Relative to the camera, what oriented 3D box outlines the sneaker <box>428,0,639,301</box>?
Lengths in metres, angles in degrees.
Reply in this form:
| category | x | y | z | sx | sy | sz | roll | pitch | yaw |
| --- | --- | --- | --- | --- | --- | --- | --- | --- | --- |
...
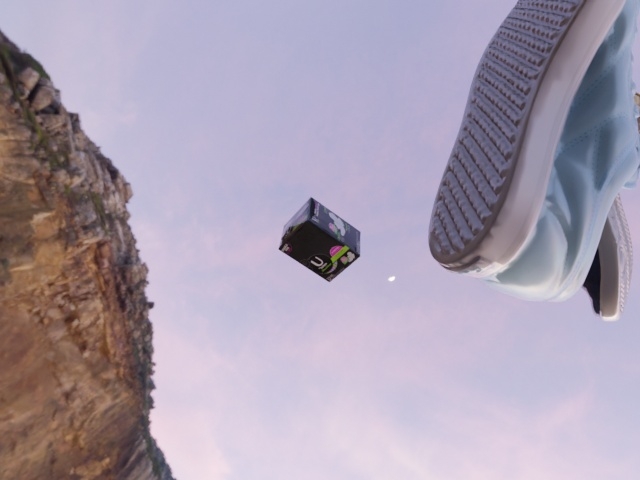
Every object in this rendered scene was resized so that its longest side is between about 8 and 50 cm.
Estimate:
| category | x | y | z | sx | sy | sz | roll | pitch | yaw |
| --- | --- | --- | --- | --- | --- | --- | --- | --- | --- |
| sneaker | 0.227 | -0.115 | 0.421 | 0.150 | 0.135 | 0.366 | 27 | -96 | -19 |

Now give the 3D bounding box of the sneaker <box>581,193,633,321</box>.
| category | x | y | z | sx | sy | sz | roll | pitch | yaw |
| --- | --- | --- | --- | --- | --- | --- | --- | --- | --- |
| sneaker | 0.392 | -0.039 | 0.727 | 0.148 | 0.131 | 0.350 | -9 | -82 | 43 |

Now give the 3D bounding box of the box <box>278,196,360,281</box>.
| category | x | y | z | sx | sy | sz | roll | pitch | yaw |
| --- | --- | --- | --- | --- | --- | --- | --- | --- | --- |
| box | 0.000 | 0.000 | 0.567 | 0.083 | 0.052 | 0.062 | 35 | -57 | -20 |

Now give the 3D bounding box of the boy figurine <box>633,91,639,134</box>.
| category | x | y | z | sx | sy | sz | roll | pitch | yaw |
| --- | --- | --- | --- | --- | --- | --- | --- | --- | --- |
| boy figurine | 0.546 | -0.203 | 0.805 | 0.285 | 0.177 | 0.092 | 46 | -65 | 20 |
